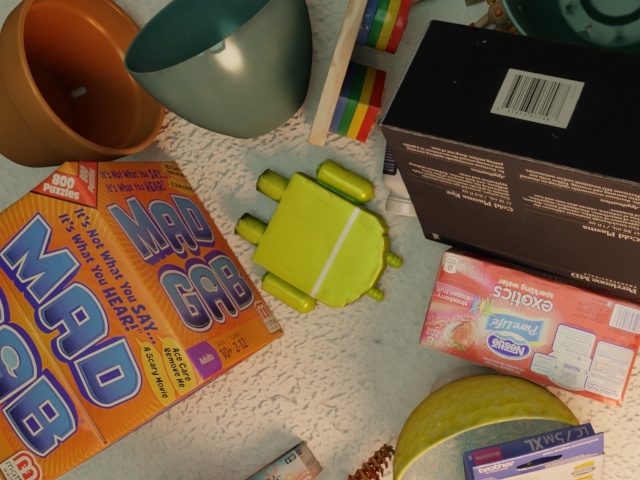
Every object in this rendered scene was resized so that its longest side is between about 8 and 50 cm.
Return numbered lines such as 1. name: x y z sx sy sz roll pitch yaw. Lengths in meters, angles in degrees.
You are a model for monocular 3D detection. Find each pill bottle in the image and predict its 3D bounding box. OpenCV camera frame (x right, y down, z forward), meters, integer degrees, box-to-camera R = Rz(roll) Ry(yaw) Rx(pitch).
1. pill bottle: 0.145 -0.124 1.412 0.094 0.094 0.169 10 97 15

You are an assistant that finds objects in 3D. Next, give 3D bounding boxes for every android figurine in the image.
1. android figurine: 0.000 0.000 1.484 0.273 0.056 0.248 28 101 12

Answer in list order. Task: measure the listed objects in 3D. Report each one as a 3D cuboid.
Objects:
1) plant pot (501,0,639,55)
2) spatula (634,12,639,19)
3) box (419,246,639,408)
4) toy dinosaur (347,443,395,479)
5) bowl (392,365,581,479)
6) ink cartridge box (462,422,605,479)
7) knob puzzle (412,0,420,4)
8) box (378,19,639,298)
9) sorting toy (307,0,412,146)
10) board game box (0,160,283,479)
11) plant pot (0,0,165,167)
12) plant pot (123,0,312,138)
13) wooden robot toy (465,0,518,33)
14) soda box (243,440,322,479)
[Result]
1. plant pot: 0.397 -0.363 1.229 0.293 0.235 0.293 2 95 18
2. spatula: 0.436 -0.415 1.344 0.242 0.019 0.168 12 99 14
3. box: 0.316 0.120 1.359 0.300 0.142 0.154 16 98 14
4. toy dinosaur: 0.062 0.493 1.469 0.218 0.164 0.322 20 122 29
5. bowl: 0.236 0.283 1.372 0.289 0.289 0.156 -29 45 16
6. ink cartridge box: 0.304 0.355 1.305 0.185 0.311 0.065 -14 49 1
7. knob puzzle: 0.188 -0.473 1.403 0.213 0.030 0.213 1 95 16
8. box: 0.293 -0.102 1.210 0.343 0.312 0.179 17 69 25
9. sorting toy: 0.061 -0.262 1.350 0.089 0.255 0.257 17 100 -2
10. board game box: -0.342 0.119 1.434 0.356 0.356 0.356 -34 86 16
11. plant pot: -0.426 -0.243 1.483 0.203 0.291 0.291 -20 89 32
12. plant pot: -0.126 -0.272 1.407 0.290 0.290 0.195 -23 124 16
13. wooden robot toy: 0.267 -0.324 1.368 0.076 0.079 0.173 -39 83 15
14. soda box: -0.089 0.416 1.544 0.183 0.058 0.063 -36 84 15
